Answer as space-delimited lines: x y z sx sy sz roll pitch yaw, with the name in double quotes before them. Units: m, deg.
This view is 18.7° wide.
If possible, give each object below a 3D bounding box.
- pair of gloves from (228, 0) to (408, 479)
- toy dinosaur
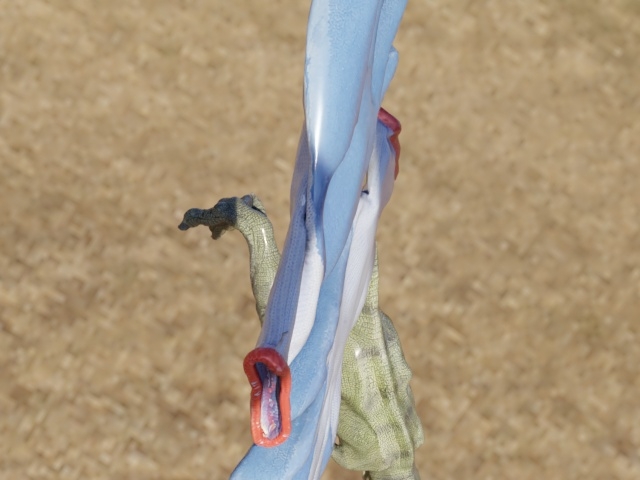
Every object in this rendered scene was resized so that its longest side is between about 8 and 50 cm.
"pair of gloves" 0.000 0.000 0.563 0.023 0.198 0.159 12 62 7
"toy dinosaur" 0.000 0.035 0.855 0.064 0.268 0.118 -30 45 -19
